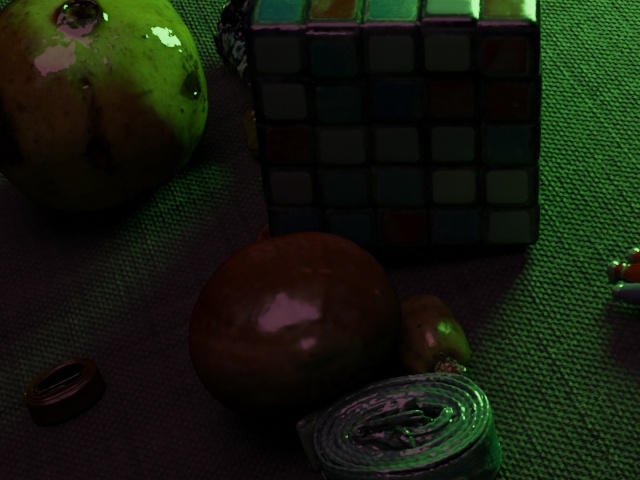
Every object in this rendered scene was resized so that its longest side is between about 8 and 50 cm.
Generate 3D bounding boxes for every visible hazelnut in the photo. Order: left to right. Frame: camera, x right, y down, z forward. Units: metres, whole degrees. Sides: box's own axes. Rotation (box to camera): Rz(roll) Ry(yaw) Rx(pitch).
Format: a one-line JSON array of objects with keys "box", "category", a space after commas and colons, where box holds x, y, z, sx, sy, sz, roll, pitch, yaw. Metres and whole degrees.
[{"box": [-0.025, 0.083, 1.626, 0.214, 0.176, 0.214, -31, 11, 7], "category": "hazelnut"}]

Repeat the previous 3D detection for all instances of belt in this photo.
[{"box": [-0.265, 0.152, 1.760, 0.083, 0.036, 0.059, -27, 40, -13], "category": "belt"}, {"box": [0.078, 0.185, 1.556, 0.163, 0.082, 0.147, -26, 36, -10], "category": "belt"}]

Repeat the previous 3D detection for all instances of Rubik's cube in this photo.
[{"box": [0.084, -0.184, 1.779, 0.292, 0.287, 0.293, 1, 41, 7], "category": "Rubik's cube"}]

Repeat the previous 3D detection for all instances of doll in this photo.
[{"box": [0.367, 0.046, 1.605, 0.102, 0.075, 0.227, -32, 31, -30], "category": "doll"}]

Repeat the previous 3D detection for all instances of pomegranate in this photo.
[{"box": [-0.268, -0.170, 1.958, 0.281, 0.281, 0.281, -11, 41, 9], "category": "pomegranate"}]

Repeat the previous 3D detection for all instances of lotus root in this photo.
[{"box": [0.105, 0.098, 1.659, 0.072, 0.063, 0.152, -15, 35, -11], "category": "lotus root"}]

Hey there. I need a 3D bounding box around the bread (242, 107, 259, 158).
[{"box": [-0.065, -0.129, 2.004, 0.049, 0.033, 0.088, -12, 40, -1], "category": "bread"}]

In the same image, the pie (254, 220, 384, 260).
[{"box": [0.000, 0.000, 1.831, 0.154, 0.036, 0.154, -10, 40, 9], "category": "pie"}]

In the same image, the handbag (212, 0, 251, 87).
[{"box": [-0.016, -0.275, 2.080, 0.229, 0.127, 0.208, -27, 38, -8], "category": "handbag"}]
